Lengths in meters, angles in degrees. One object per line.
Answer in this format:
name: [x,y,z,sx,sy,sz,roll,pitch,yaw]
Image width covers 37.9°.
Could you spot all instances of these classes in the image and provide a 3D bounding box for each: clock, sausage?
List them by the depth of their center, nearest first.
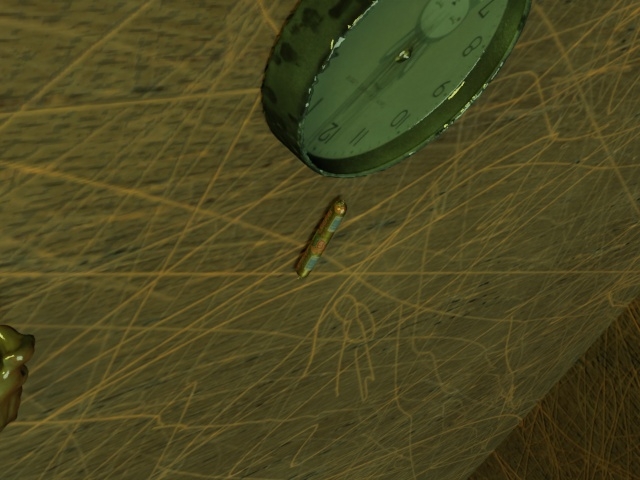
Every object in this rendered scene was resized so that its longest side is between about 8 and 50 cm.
clock: [0.059,-0.132,0.657,0.215,0.042,0.215,-32,155,-17]
sausage: [0.000,0.000,0.829,0.015,0.015,0.100,-14,146,-43]

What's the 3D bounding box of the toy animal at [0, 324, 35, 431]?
toy animal: [-0.311,0.151,0.566,0.312,0.097,0.157,-38,162,1]
